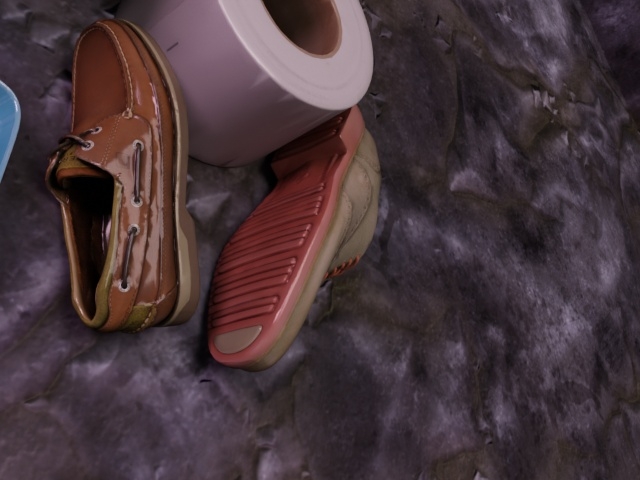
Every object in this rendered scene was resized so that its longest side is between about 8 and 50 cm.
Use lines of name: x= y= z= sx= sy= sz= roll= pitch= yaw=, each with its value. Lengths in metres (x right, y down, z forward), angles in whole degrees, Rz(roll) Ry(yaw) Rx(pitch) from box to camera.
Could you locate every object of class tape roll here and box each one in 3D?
tape roll: x=-0.081 y=-0.224 z=0.837 sx=0.246 sy=0.169 sz=0.246 roll=25 pitch=54 yaw=-40

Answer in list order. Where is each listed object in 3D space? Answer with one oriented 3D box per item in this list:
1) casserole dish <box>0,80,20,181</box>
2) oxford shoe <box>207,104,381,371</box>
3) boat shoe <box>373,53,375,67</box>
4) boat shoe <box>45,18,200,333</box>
casserole dish: x=-0.315 y=-0.075 z=0.602 sx=0.114 sy=0.037 sz=0.188 roll=30 pitch=52 yaw=-37
oxford shoe: x=0.000 y=0.000 z=0.847 sx=0.146 sy=0.141 sz=0.397 roll=52 pitch=43 yaw=-30
boat shoe: x=0.001 y=-0.354 z=1.054 sx=0.114 sy=0.091 sz=0.302 roll=-13 pitch=82 yaw=-51
boat shoe: x=-0.188 y=-0.069 z=0.683 sx=0.104 sy=0.111 sz=0.307 roll=-1 pitch=72 yaw=-50
